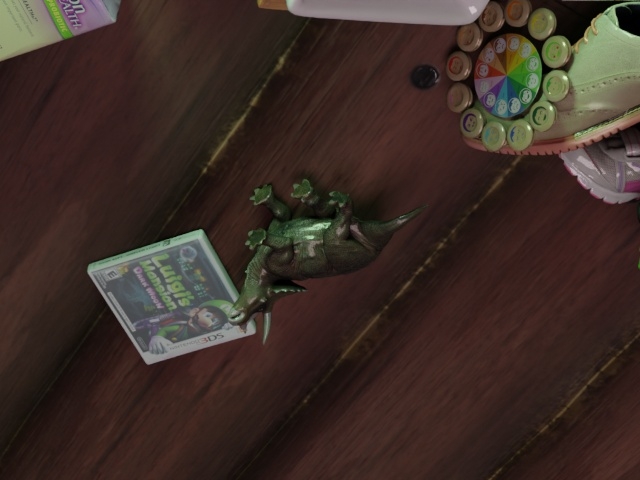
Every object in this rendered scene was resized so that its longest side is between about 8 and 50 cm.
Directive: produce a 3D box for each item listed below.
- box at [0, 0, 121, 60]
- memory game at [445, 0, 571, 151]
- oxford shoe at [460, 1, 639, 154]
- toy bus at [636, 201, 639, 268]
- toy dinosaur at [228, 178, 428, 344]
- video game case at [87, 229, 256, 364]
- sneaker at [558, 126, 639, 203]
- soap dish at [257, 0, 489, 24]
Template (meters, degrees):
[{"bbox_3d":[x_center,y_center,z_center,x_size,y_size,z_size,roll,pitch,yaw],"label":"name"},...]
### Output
[{"bbox_3d":[-0.377,-0.323,1.617,0.243,0.117,0.213,-16,126,14],"label":"box"},{"bbox_3d":[0.217,-0.195,1.688,0.012,0.186,0.186,-1,139,-45],"label":"memory game"},{"bbox_3d":[0.332,-0.206,1.677,0.397,0.140,0.146,-14,121,28],"label":"oxford shoe"},{"bbox_3d":[0.443,0.001,1.759,0.191,0.202,0.104,12,160,-27],"label":"toy bus"},{"bbox_3d":[0.000,0.000,1.893,0.313,0.121,0.160,-24,137,13],"label":"toy dinosaur"},{"bbox_3d":[-0.204,0.082,1.997,0.173,0.022,0.190,-17,126,13],"label":"video game case"},{"bbox_3d":[0.411,-0.106,1.802,0.252,0.103,0.111,14,126,-21],"label":"sneaker"},{"bbox_3d":[0.084,-0.347,1.532,0.291,0.118,0.229,-3,136,-35],"label":"soap dish"}]
